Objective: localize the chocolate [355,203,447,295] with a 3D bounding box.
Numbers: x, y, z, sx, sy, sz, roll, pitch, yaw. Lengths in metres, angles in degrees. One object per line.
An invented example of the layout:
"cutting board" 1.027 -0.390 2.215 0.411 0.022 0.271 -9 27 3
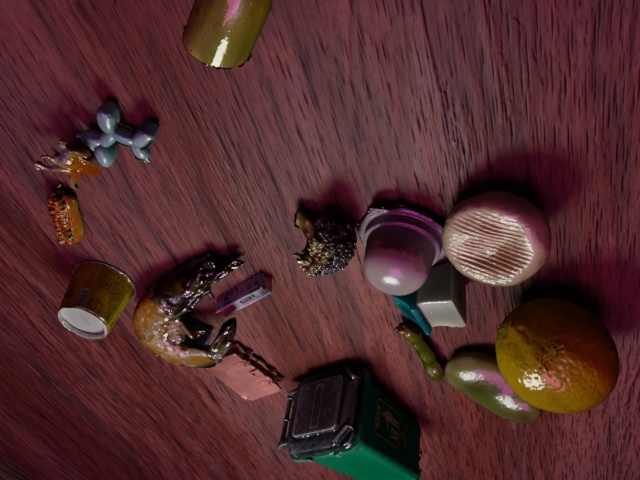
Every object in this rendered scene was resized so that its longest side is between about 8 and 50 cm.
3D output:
"chocolate" 0.163 0.034 1.362 0.221 0.147 0.221 10 135 10

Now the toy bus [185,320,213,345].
"toy bus" -0.401 0.257 1.825 0.191 0.075 0.064 19 138 -4

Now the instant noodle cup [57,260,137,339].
"instant noodle cup" -0.603 0.165 1.730 0.182 0.144 0.182 9 139 8

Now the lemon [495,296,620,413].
"lemon" 0.517 0.253 1.427 0.267 0.267 0.267 8 138 7

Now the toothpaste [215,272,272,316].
"toothpaste" -0.198 0.140 1.663 0.040 0.047 0.196 27 139 -35

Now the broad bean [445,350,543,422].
"broad bean" 0.451 0.371 1.693 0.263 0.121 0.189 32 143 3

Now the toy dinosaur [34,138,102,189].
"toy dinosaur" -0.522 -0.163 1.400 0.142 0.057 0.212 4 168 13

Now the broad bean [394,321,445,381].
"broad bean" 0.265 0.289 1.686 0.052 0.053 0.256 27 158 52

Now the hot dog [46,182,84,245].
"hot dog" -0.611 -0.053 1.558 0.072 0.055 0.188 13 140 4

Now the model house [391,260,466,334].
"model house" 0.243 0.132 1.460 0.149 0.127 0.100 -13 131 24

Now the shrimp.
"shrimp" -0.313 0.187 1.664 0.272 0.085 0.445 43 122 -6

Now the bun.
"bun" 0.351 -0.012 1.283 0.222 0.127 0.222 23 135 26

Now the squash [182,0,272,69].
"squash" -0.136 -0.369 1.024 0.123 0.123 0.186 27 138 -13

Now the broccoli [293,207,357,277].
"broccoli" 0.000 0.000 1.402 0.160 0.167 0.154 42 103 9

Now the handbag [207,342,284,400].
"handbag" -0.227 0.393 1.938 0.157 0.059 0.212 -22 126 35

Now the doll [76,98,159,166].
"doll" -0.418 -0.208 1.327 0.159 0.059 0.158 21 138 -9

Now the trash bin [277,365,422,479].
"trash bin" 0.097 0.564 1.890 0.295 0.259 0.381 -24 129 35
